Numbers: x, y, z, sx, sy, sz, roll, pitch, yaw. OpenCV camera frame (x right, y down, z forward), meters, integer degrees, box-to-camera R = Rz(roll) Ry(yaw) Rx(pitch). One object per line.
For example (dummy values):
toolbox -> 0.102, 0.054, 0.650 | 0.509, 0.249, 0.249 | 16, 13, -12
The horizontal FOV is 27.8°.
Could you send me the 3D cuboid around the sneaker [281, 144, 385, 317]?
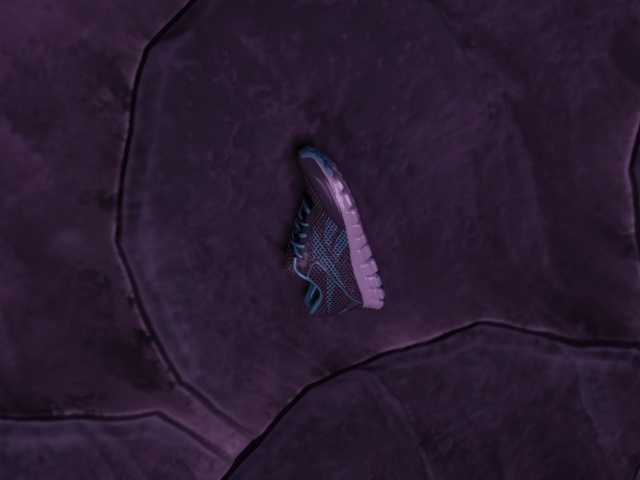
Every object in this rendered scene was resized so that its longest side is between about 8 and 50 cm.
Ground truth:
sneaker -> 0.000, 0.000, 1.088 | 0.076, 0.065, 0.166 | -21, 118, -2
